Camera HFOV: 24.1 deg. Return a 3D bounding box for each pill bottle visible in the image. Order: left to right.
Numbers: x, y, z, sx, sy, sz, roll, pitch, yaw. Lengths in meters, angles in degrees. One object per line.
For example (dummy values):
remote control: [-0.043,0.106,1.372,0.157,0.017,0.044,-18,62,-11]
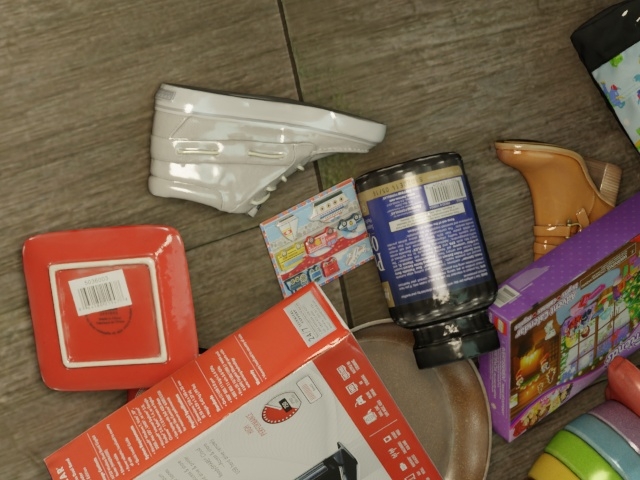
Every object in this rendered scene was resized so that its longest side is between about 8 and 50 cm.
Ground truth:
pill bottle: [0.122,0.022,1.625,0.122,0.123,0.219,-14,88,-31]

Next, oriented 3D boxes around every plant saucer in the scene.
plant saucer: [0.060,0.237,1.689,0.310,0.050,0.311,-6,100,-32]

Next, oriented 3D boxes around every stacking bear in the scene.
stacking bear: [0.307,0.305,1.793,0.289,0.164,0.175,-41,159,-7]

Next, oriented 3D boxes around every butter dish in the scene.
butter dish: [-0.193,0.056,1.465,0.160,0.118,0.160,-4,103,9]

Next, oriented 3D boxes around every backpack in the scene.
backpack: [0.488,-0.125,1.723,0.290,0.273,0.356,-13,85,-51]

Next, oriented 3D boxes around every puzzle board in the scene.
puzzle board: [0.000,0.000,1.639,0.128,0.011,0.096,-28,111,-28]

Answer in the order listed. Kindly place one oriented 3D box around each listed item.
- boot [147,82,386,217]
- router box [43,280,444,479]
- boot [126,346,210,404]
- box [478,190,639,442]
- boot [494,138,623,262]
boot: [-0.058,-0.085,1.552,0.258,0.095,0.123,6,99,-25]
router box: [-0.055,0.236,1.464,0.301,0.082,0.335,-34,137,-2]
boot: [-0.086,0.207,1.543,0.244,0.088,0.176,11,92,-10]
box: [0.309,0.086,1.782,0.293,0.057,0.201,-31,137,-26]
boot: [0.271,-0.035,1.779,0.197,0.073,0.152,15,94,-30]
